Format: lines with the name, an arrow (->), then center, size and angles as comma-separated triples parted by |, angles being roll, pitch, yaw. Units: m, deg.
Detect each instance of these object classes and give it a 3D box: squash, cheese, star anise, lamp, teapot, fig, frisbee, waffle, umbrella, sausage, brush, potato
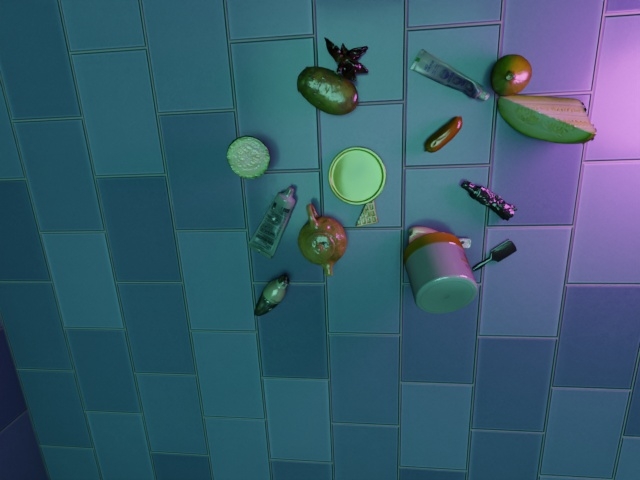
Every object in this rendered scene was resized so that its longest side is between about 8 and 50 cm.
squash -> -0.275, -0.333, 1.591 | 0.170, 0.123, 0.170 | 2, 107, 5
cheese -> 0.485, 0.010, 1.640 | 0.256, 0.050, 0.127 | 4, 107, 6
star anise -> 0.110, -0.664, 1.467 | 0.157, 0.053, 0.212 | -12, 72, -18
lamp -> -0.219, 0.248, 1.772 | 0.101, 0.101, 0.250 | 38, 115, -5
teapot -> 0.000, 0.000, 1.635 | 0.204, 0.167, 0.311 | -14, 104, 11
fig -> 0.669, -0.580, 1.408 | 0.136, 0.121, 0.153 | 35, 72, -1
frisbee -> 0.146, -0.258, 1.605 | 0.236, 0.017, 0.235 | 3, 102, 12
waffle -> 0.183, -0.135, 1.647 | 0.098, 0.023, 0.152 | -8, 107, 7
squash -> 0.789, -0.416, 1.431 | 0.289, 0.203, 0.111 | 2, 146, 3
umbrella -> 0.654, -0.161, 1.566 | 0.236, 0.059, 0.066 | 30, 90, -4
sausage -> 0.471, -0.398, 1.519 | 0.183, 0.054, 0.062 | -39, 127, 13
brush -> 0.712, 0.069, 1.649 | 0.193, 0.016, 0.063 | -36, 99, 15
potato -> 0.030, -0.558, 1.496 | 0.251, 0.113, 0.149 | 21, 105, -7

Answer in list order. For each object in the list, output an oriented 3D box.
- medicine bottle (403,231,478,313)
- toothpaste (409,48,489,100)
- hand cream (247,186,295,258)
medicine bottle -> 0.458, 0.127, 1.545 | 0.238, 0.231, 0.237 | -2, 137, -2
toothpaste -> 0.479, -0.595, 1.462 | 0.301, 0.048, 0.075 | 31, 135, 4
hand cream -> -0.194, -0.080, 1.697 | 0.124, 0.077, 0.340 | 29, 116, -3
